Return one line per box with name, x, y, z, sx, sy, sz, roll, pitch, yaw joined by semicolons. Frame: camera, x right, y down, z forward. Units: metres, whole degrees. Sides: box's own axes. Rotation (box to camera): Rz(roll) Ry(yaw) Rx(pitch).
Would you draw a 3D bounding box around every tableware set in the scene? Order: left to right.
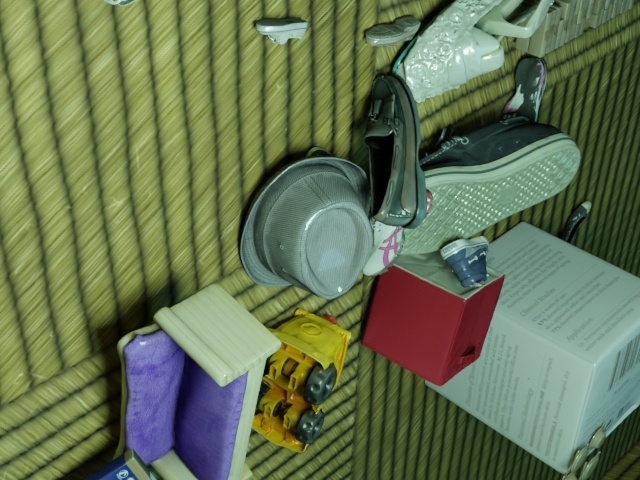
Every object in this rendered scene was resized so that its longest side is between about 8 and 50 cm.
tableware set;0.550;0.463;2.118;0.168;0.020;0.141;-22;133;-44

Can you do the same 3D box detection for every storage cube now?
storage cube;0.222;0.135;1.980;0.183;0.215;0.193;-23;132;-52

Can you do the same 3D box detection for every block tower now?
block tower;0.496;-0.463;1.980;0.335;0.091;0.097;-30;137;-37

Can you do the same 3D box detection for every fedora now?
fedora;0.000;0.000;1.622;0.243;0.124;0.276;-18;134;-24

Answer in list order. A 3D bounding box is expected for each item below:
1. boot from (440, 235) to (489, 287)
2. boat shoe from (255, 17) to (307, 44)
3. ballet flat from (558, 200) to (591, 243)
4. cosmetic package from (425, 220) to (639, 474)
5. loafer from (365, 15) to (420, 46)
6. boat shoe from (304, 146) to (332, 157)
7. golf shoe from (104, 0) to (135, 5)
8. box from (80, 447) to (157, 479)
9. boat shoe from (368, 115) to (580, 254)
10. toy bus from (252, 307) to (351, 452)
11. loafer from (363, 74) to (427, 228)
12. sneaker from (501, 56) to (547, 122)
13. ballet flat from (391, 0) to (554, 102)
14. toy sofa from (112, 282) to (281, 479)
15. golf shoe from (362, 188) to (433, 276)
boot;0.286;0.045;1.911;0.069;0.086;0.190;-32;168;26
boat shoe;-0.057;-0.296;1.445;0.100;0.035;0.035;-21;129;-52
ballet flat;0.635;-0.021;2.540;0.173;0.049;0.057;-59;147;0
cosmetic package;0.493;0.223;2.234;0.329;0.393;0.328;-30;136;-36
loafer;0.117;-0.329;1.638;0.125;0.045;0.039;-30;144;-41
boat shoe;0.022;-0.105;1.680;0.056;0.049;0.152;-55;145;-3
golf shoe;-0.243;-0.314;1.131;0.272;0.105;0.120;-21;138;-43
box;-0.341;0.423;1.518;0.225;0.036;0.136;-31;115;-1
boat shoe;0.252;-0.112;1.890;0.500;0.156;0.187;-21;138;-23
toy bus;-0.027;0.233;1.818;0.211;0.149;0.220;-40;147;-53
loafer;0.110;-0.150;1.630;0.084;0.268;0.096;3;159;-28
sneaker;0.425;-0.289;2.047;0.077;0.072;0.178;-33;145;-49
ballet flat;0.290;-0.371;1.740;0.409;0.147;0.147;-47;144;-19
toy sofa;-0.190;0.255;1.497;0.177;0.150;0.363;-30;148;-36
golf shoe;0.109;-0.023;1.726;0.086;0.067;0.186;19;112;-31
